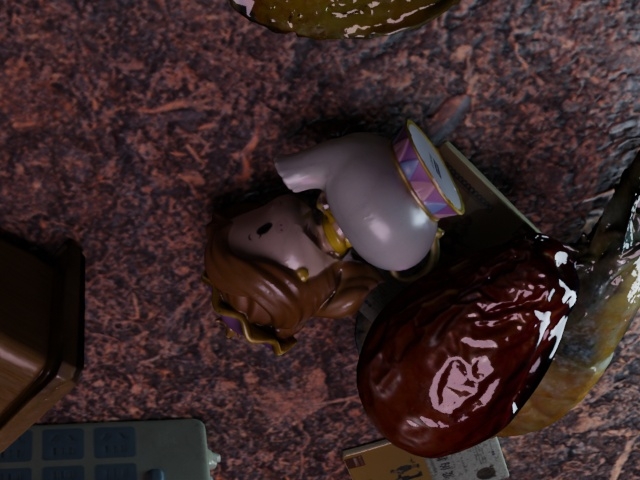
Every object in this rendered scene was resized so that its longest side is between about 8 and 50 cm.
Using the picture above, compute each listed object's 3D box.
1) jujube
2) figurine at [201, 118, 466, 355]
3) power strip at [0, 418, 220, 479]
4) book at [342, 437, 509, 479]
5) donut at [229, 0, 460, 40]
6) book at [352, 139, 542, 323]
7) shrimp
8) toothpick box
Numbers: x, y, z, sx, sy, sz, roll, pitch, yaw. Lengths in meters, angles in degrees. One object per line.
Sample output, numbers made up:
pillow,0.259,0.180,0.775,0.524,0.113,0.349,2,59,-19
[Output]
jujube,0.140,0.093,1.472,0.168,0.168,0.236,31,115,-31
figurine,0.000,0.000,1.479,0.263,0.142,0.189,-32,113,14
power strip,-0.236,0.246,1.673,0.270,0.118,0.046,-1,128,-9
book,0.121,0.255,1.815,0.172,0.012,0.118,-17,131,6
donut,0.019,-0.286,1.263,0.272,0.107,0.272,-3,136,-3
book,0.105,0.013,1.549,0.138,0.016,0.199,44,119,-2
shrimp,0.203,0.045,1.609,0.272,0.085,0.445,19,129,-17
toothpick box,-0.391,0.049,1.438,0.308,0.187,0.190,33,120,-28
